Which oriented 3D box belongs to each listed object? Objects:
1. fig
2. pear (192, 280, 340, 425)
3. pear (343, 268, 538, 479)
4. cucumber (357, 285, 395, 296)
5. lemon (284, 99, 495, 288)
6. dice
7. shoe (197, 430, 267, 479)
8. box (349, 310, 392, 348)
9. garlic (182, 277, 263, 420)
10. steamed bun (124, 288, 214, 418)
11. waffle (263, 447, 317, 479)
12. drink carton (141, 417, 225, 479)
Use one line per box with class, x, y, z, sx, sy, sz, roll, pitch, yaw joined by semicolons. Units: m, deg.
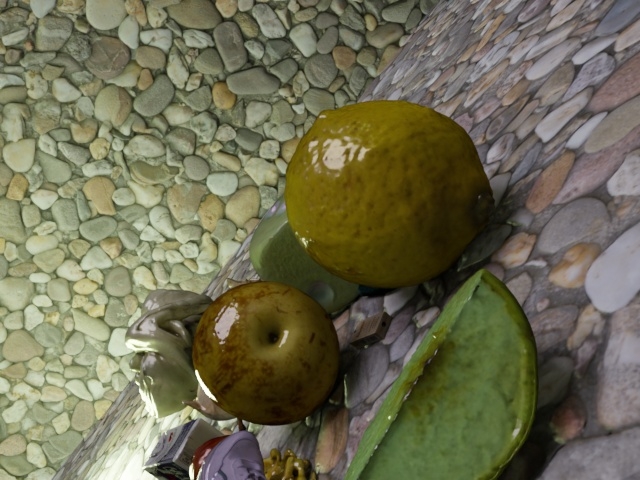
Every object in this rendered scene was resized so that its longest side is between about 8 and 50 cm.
fig;-0.181;0.415;1.119;0.128;0.128;0.150;-39;38;40
pear;-0.097;0.210;1.105;0.280;0.281;0.280;-47;15;16
pear;0.146;0.191;0.707;0.288;0.139;0.239;-57;0;-7
cucumber;0.121;0.095;1.214;0.032;0.032;0.133;-56;17;-22
lemon;0.122;-0.081;1.057;0.387;0.349;0.349;20;68;42
dice;0.000;0.000;1.379;0.249;0.254;0.252;-48;15;23
shoe;-0.114;0.378;0.875;0.138;0.095;0.245;-36;27;28
box;0.094;0.169;1.123;0.083;0.024;0.053;-35;20;50
garlic;-0.180;0.245;1.362;0.286;0.249;0.312;4;78;40
steamed bun;-0.398;0.316;1.748;0.248;0.338;0.352;-3;23;21
waffle;-0.105;0.457;0.926;0.262;0.060;0.280;-49;17;-3
drink carton;-0.269;0.466;1.261;0.222;0.134;0.101;-34;22;50
